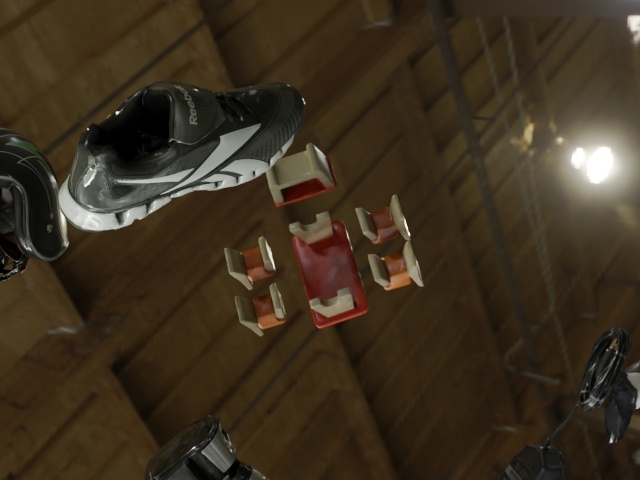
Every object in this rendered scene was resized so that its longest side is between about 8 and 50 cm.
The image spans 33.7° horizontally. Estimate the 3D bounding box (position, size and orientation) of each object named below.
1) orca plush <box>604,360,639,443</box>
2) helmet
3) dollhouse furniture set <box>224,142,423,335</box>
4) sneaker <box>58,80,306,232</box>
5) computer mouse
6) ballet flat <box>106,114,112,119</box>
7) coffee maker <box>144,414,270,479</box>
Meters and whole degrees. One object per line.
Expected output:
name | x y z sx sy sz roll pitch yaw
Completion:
orca plush | 0.414 0.196 1.196 0.287 0.151 0.102 -8 -34 -35
helmet | -0.349 -0.042 1.095 0.169 0.169 0.162 -36 -70 -41
dollhouse furniture set | 0.000 0.000 1.565 0.135 0.262 0.259 55 -162 -67
sneaker | -0.102 -0.089 0.863 0.234 0.078 0.106 -26 -24 -28
computer mouse | 0.233 0.192 1.010 0.041 0.071 0.242 29 -82 -11
ballet flat | -0.249 -0.126 1.386 0.232 0.080 0.073 -51 -18 -88
coffee maker | -0.143 0.341 1.357 0.178 0.120 0.171 48 -110 -14
